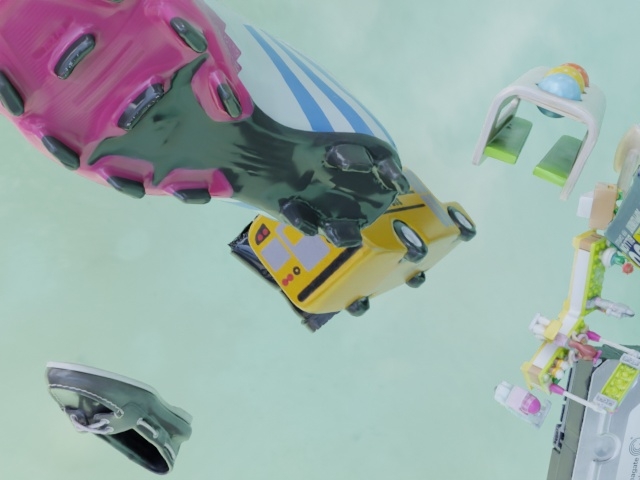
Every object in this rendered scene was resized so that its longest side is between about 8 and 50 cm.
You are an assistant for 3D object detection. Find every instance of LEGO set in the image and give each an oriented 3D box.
[{"bbox_3d":[0.311,0.085,0.896,0.107,0.132,0.287,23,86,42],"label":"LEGO set"}]

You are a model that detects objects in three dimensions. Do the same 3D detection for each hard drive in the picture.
[{"bbox_3d":[0.475,0.258,1.062,0.338,0.064,0.237,4,102,-14],"label":"hard drive"}]

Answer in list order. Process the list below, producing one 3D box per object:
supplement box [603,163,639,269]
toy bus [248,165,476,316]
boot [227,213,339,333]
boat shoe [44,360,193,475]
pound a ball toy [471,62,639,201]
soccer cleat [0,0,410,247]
[{"bbox_3d":[0.430,0.031,0.619,0.195,0.194,0.356,-42,71,-1],"label":"supplement box"},{"bbox_3d":[0.065,-0.007,0.912,0.108,0.332,0.130,-45,76,25],"label":"toy bus"},{"bbox_3d":[0.000,0.000,1.270,0.246,0.094,0.207,-41,97,11],"label":"boot"},{"bbox_3d":[-0.271,0.253,1.107,0.112,0.335,0.096,2,66,19],"label":"boat shoe"},{"bbox_3d":[0.340,-0.150,1.048,0.208,0.319,0.136,24,114,14],"label":"pound a ball toy"},{"bbox_3d":[-0.077,-0.090,0.489,0.116,0.331,0.143,-47,52,16],"label":"soccer cleat"}]
